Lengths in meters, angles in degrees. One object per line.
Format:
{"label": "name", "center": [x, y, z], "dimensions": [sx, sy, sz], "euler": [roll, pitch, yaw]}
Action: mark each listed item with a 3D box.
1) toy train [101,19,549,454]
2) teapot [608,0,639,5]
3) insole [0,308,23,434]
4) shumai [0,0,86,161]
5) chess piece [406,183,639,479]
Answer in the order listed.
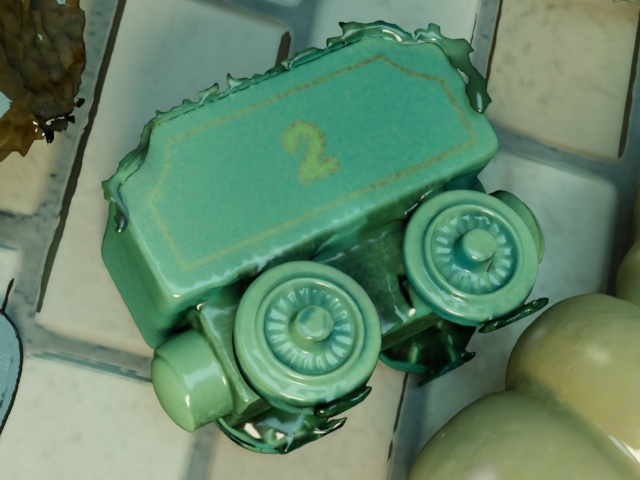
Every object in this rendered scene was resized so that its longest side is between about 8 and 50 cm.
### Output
{"label": "toy train", "center": [0.000, 0.000, 0.642], "dimensions": [0.203, 0.112, 0.163], "euler": [-25, 77, -22]}
{"label": "teapot", "center": [0.125, -0.190, 0.742], "dimensions": [0.200, 0.077, 0.107], "euler": [8, 78, -14]}
{"label": "insole", "center": [-0.207, 0.165, 0.588], "dimensions": [0.110, 0.012, 0.309], "euler": [23, 71, -8]}
{"label": "shumai", "center": [-0.221, -0.133, 0.606], "dimensions": [0.185, 0.184, 0.218], "euler": [-16, 112, 20]}
{"label": "chess piece", "center": [0.162, 0.071, 0.650], "dimensions": [0.300, 0.167, 0.167], "euler": [-42, 90, -17]}
